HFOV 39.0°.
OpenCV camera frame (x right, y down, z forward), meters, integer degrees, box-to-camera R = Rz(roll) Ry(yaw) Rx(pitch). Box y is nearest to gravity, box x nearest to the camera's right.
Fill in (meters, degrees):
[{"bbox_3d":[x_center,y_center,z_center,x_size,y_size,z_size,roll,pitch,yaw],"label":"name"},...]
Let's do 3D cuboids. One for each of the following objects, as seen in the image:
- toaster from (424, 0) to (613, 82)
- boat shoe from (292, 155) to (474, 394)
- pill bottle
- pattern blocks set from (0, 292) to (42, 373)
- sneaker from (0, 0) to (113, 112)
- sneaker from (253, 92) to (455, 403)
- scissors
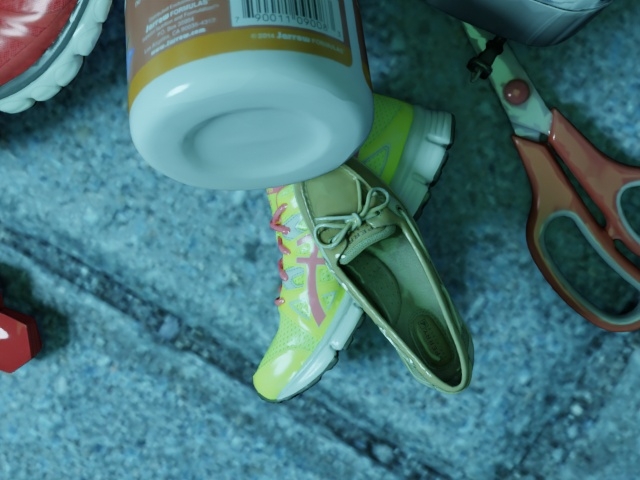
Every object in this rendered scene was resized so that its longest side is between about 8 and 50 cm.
[{"bbox_3d":[0.119,-0.196,0.464,0.129,0.146,0.227,24,98,1],"label":"toaster"},{"bbox_3d":[0.036,0.015,0.495,0.056,0.048,0.153,-29,89,2],"label":"boat shoe"},{"bbox_3d":[-0.043,-0.145,0.476,0.121,0.121,0.216,-10,68,8],"label":"pill bottle"},{"bbox_3d":[-0.384,0.039,0.629,0.285,0.026,0.325,-44,94,12],"label":"pattern blocks set"},{"bbox_3d":[-0.211,-0.117,0.480,0.279,0.118,0.107,-33,57,28],"label":"sneaker"},{"bbox_3d":[0.000,0.000,0.561,0.094,0.081,0.209,26,91,0],"label":"sneaker"},{"bbox_3d":[0.123,-0.071,0.560,0.109,0.021,0.297,-44,95,12],"label":"scissors"}]
